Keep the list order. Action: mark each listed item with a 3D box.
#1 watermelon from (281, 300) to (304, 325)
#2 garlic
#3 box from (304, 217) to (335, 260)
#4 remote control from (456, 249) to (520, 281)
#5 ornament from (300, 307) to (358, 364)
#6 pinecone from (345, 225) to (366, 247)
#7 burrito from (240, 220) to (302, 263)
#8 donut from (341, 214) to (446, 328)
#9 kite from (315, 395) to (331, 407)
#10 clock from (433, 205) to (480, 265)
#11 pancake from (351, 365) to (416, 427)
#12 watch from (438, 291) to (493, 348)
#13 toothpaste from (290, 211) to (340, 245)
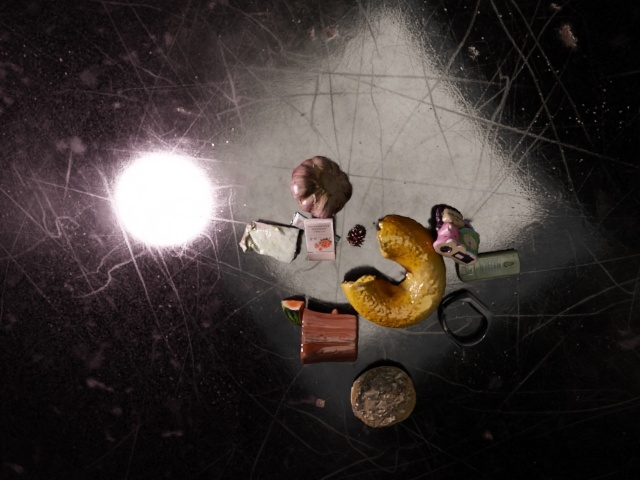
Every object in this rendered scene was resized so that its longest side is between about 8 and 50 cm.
[{"bbox_3d":[-0.105,0.273,1.877,0.094,0.125,0.135,-42,56,-16],"label":"watermelon"},{"bbox_3d":[-0.009,-0.195,1.743,0.245,0.161,0.244,8,75,-32],"label":"garlic"},{"bbox_3d":[0.001,0.000,1.800,0.109,0.029,0.198,-1,130,6],"label":"box"},{"bbox_3d":[0.647,0.099,1.795,0.234,0.038,0.098,-9,98,6],"label":"remote control"},{"bbox_3d":[0.038,0.390,1.827,0.218,0.235,0.221,2,124,3],"label":"ornament"},{"bbox_3d":[0.142,-0.015,1.809,0.077,0.077,0.083,30,101,0],"label":"pinecone"},{"bbox_3d":[-0.194,0.001,1.841,0.229,0.089,0.143,13,86,3],"label":"burrito"},{"bbox_3d":[0.306,0.141,1.772,0.378,0.163,0.434,25,100,0],"label":"donut"},{"bbox_3d":[0.008,0.674,1.965,0.044,0.002,0.078,33,102,0],"label":"kite"},{"bbox_3d":[0.505,-0.023,1.729,0.194,0.195,0.100,25,142,-20],"label":"clock"},{"bbox_3d":[0.257,0.640,1.912,0.283,0.049,0.282,1,100,6],"label":"pancake"},{"bbox_3d":[0.559,0.309,1.823,0.206,0.068,0.193,40,100,-3],"label":"watch"},{"bbox_3d":[-0.019,-0.042,1.842,0.205,0.036,0.056,28,107,4],"label":"toothpaste"}]
